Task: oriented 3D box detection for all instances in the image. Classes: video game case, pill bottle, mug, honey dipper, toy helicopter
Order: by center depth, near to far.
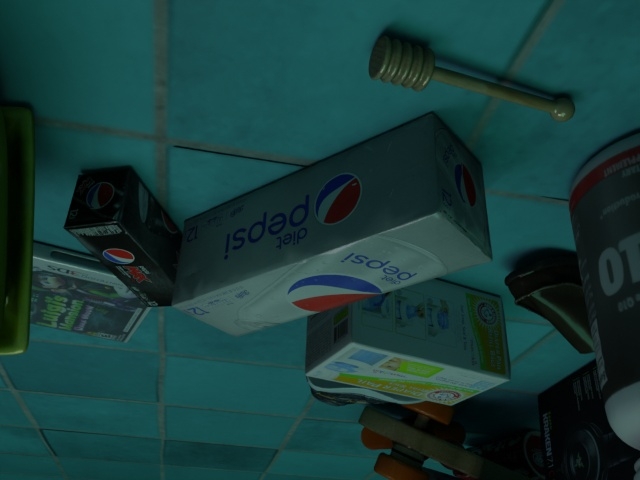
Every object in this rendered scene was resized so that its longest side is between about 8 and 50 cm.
[{"bbox_3d":[0.112,-0.109,0.479,0.161,0.030,0.030,11,148,-20],"label":"honey dipper"},{"bbox_3d":[0.289,0.067,0.509,0.161,0.283,0.161,2,149,1],"label":"pill bottle"},{"bbox_3d":[-0.292,0.067,0.805,0.173,0.022,0.190,17,147,-22],"label":"video game case"},{"bbox_3d":[0.219,0.364,1.144,0.355,0.140,0.235,28,166,-16],"label":"toy helicopter"},{"bbox_3d":[0.345,0.432,1.273,0.150,0.113,0.169,-14,161,-42],"label":"mug"}]

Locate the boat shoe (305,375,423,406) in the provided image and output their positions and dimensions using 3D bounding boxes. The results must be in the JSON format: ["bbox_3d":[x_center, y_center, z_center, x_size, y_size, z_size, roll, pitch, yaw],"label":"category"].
[{"bbox_3d":[0.072,0.207,0.981,0.183,0.065,0.083,6,152,6],"label":"boat shoe"}]

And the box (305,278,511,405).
[{"bbox_3d":[0.097,0.108,0.766,0.203,0.103,0.114,16,146,-21],"label":"box"}]

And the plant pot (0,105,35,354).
[{"bbox_3d":[-0.322,-0.011,0.460,0.227,0.228,0.207,0,177,2],"label":"plant pot"}]

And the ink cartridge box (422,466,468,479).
[{"bbox_3d":[0.259,0.460,1.065,0.330,0.071,0.324,20,180,-13],"label":"ink cartridge box"}]

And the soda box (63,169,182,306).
[{"bbox_3d":[-0.175,0.004,0.654,0.053,0.060,0.169,-3,149,12],"label":"soda box"}]

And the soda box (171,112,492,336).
[{"bbox_3d":[0.000,0.000,0.600,0.286,0.098,0.091,-21,142,32],"label":"soda box"}]

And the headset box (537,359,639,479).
[{"bbox_3d":[0.430,0.292,0.911,0.131,0.246,0.283,9,150,-9],"label":"headset box"}]

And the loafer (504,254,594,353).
[{"bbox_3d":[0.291,0.080,0.729,0.220,0.078,0.080,20,145,-27],"label":"loafer"}]
